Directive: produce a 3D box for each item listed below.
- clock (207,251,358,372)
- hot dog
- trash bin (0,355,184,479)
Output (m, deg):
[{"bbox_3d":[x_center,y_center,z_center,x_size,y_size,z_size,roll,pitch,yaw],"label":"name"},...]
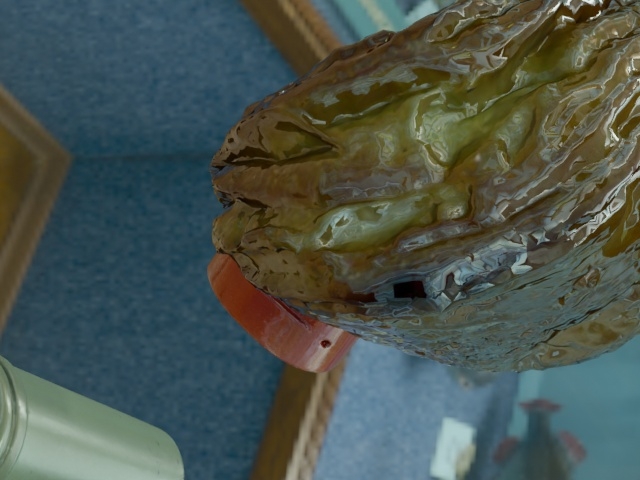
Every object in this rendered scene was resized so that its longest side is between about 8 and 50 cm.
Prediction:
[{"bbox_3d":[0.000,0.000,0.962,0.155,0.113,0.061,-55,163,26],"label":"clock"},{"bbox_3d":[0.070,-0.014,0.597,0.272,0.196,0.122,18,54,-68],"label":"hot dog"},{"bbox_3d":[-0.268,0.197,1.186,0.247,0.243,0.121,35,33,-54],"label":"trash bin"}]
